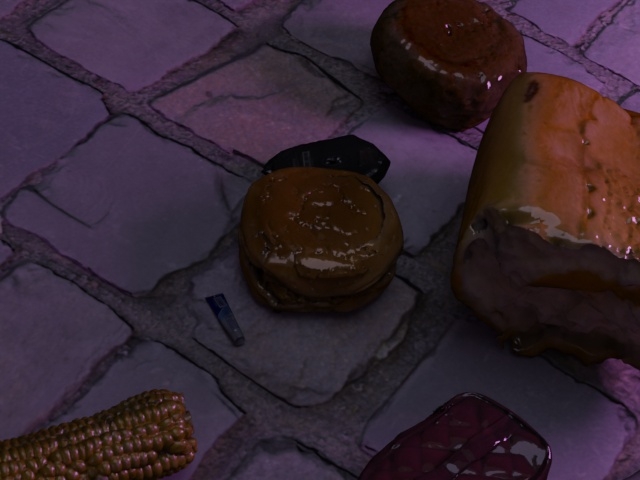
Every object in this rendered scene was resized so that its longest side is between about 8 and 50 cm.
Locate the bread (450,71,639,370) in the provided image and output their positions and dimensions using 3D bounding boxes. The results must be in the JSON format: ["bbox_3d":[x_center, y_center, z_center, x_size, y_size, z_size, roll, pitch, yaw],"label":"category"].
[{"bbox_3d":[0.353,-0.021,1.679,0.361,0.250,0.394,16,42,1],"label":"bread"}]

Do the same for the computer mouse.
[{"bbox_3d":[0.008,-0.088,1.797,0.172,0.057,0.099,-5,49,0],"label":"computer mouse"}]

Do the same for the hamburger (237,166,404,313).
[{"bbox_3d":[0.000,-0.001,1.681,0.213,0.108,0.214,2,48,-3],"label":"hamburger"}]

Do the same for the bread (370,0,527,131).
[{"bbox_3d":[0.183,-0.256,1.944,0.230,0.123,0.230,10,45,-10],"label":"bread"}]

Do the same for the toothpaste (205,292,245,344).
[{"bbox_3d":[-0.112,0.093,1.628,0.024,0.015,0.083,-15,46,-23],"label":"toothpaste"}]

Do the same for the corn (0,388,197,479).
[{"bbox_3d":[-0.267,0.230,1.406,0.291,0.101,0.101,-13,51,-24],"label":"corn"}]

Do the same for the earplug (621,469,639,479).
[{"bbox_3d":[0.425,0.281,1.471,0.301,0.172,0.172,-26,57,-39],"label":"earplug"}]

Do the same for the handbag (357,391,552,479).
[{"bbox_3d":[0.136,0.272,1.426,0.225,0.135,0.146,-30,55,-32],"label":"handbag"}]
